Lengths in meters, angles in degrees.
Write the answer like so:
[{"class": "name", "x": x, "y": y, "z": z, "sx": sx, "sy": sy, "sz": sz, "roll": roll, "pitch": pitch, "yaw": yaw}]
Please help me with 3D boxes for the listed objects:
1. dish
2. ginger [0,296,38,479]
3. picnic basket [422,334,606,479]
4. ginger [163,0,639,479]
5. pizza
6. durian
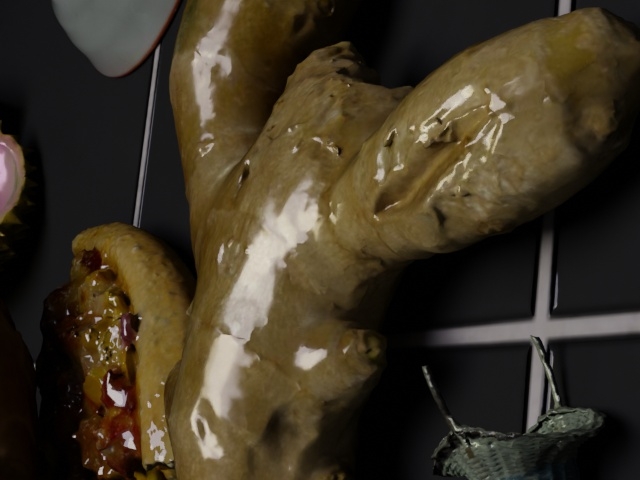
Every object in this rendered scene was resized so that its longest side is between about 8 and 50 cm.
[{"class": "dish", "x": -0.178, "y": -0.267, "z": 1.163, "sx": 0.260, "sy": 0.085, "sz": 0.260, "roll": -29, "pitch": 56, "yaw": 54}, {"class": "ginger", "x": -0.267, "y": 0.145, "z": 0.930, "sx": 0.172, "sy": 0.165, "sz": 0.321, "roll": -18, "pitch": 64, "yaw": 45}, {"class": "picnic basket", "x": 0.080, "y": 0.082, "z": 0.599, "sx": 0.083, "sy": 0.065, "sz": 0.083, "roll": -34, "pitch": 68, "yaw": 58}, {"class": "ginger", "x": -0.019, "y": -0.010, "z": 0.752, "sx": 0.363, "sy": 0.122, "sz": 0.348, "roll": 43, "pitch": 109, "yaw": 46}, {"class": "pizza", "x": -0.150, "y": 0.110, "z": 0.981, "sx": 0.229, "sy": 0.081, "sz": 0.289, "roll": -66, "pitch": 33, "yaw": 23}, {"class": "durian", "x": -0.336, "y": -0.008, "z": 1.300, "sx": 0.165, "sy": 0.132, "sz": 0.182, "roll": -40, "pitch": 13, "yaw": 27}]
